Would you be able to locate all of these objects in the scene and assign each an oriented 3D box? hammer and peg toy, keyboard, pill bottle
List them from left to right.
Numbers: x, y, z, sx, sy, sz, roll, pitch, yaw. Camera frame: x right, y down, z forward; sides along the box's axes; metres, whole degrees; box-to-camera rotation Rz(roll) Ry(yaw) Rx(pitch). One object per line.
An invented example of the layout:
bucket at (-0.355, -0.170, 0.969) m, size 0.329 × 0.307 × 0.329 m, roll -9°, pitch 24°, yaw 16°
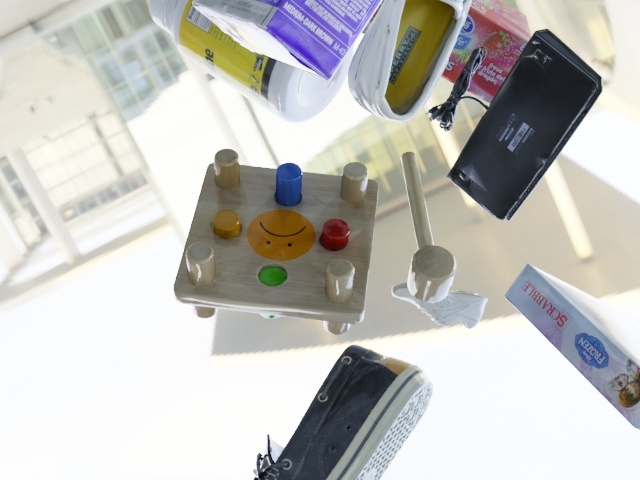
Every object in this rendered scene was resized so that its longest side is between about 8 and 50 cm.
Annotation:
pill bottle at (-0.124, -0.350, 1.696) m, size 0.334 × 0.187 × 0.188 m, roll 35°, pitch -128°, yaw 25°
hammer and peg toy at (0.000, 0.000, 1.394) m, size 0.362 × 0.127 × 0.265 m, roll 6°, pitch -132°, yaw 3°
keyboard at (0.262, -0.179, 1.459) m, size 0.033 × 0.201 × 0.317 m, roll -37°, pitch 164°, yaw -37°

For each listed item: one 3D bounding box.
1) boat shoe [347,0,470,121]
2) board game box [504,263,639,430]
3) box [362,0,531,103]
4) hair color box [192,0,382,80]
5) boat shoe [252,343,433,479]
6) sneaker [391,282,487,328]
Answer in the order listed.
boat shoe at (0.150, -0.314, 1.242) m, size 0.367 × 0.136 × 0.156 m, roll -64°, pitch -155°, yaw 12°
board game box at (0.458, 0.184, 1.423) m, size 0.065 × 0.318 × 0.318 m, roll -57°, pitch -147°, yaw 14°
box at (0.192, -0.343, 1.587) m, size 0.122 × 0.257 × 0.128 m, roll -56°, pitch -167°, yaw 31°
hair color box at (0.024, -0.351, 1.069) m, size 0.338 × 0.110 × 0.185 m, roll -56°, pitch -144°, yaw -1°
boat shoe at (-0.030, 0.368, 1.515) m, size 0.156 × 0.187 × 0.500 m, roll 33°, pitch -100°, yaw 24°
sneaker at (0.180, 0.100, 1.553) m, size 0.152 × 0.061 × 0.054 m, roll 12°, pitch -175°, yaw -11°
